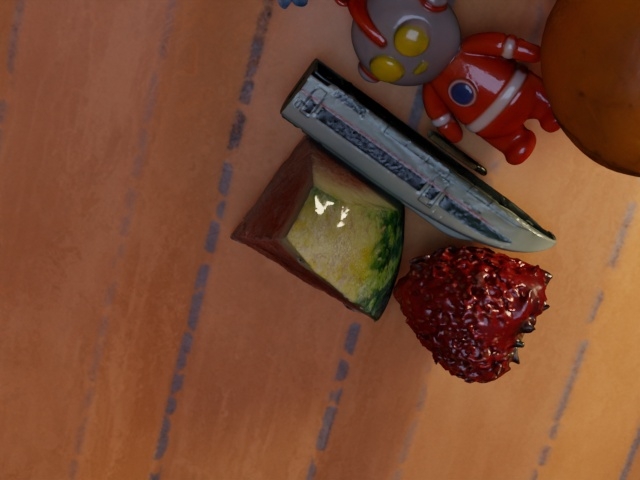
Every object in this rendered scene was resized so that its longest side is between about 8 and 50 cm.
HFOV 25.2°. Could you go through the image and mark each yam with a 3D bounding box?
[{"bbox_3d":[0.184,-0.116,1.910,0.107,0.014,0.014,33,111,-26],"label":"yam"}]

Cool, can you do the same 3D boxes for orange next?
[{"bbox_3d":[0.418,-0.220,1.712,0.312,0.312,0.312,1,112,3],"label":"orange"}]

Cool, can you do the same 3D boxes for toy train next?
[{"bbox_3d":[0.132,-0.085,1.898,0.407,0.086,0.088,35,105,-10],"label":"toy train"}]

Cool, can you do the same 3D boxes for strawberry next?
[{"bbox_3d":[0.197,0.091,1.919,0.201,0.187,0.184,21,75,-5],"label":"strawberry"}]

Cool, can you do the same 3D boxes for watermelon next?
[{"bbox_3d":[0.000,0.000,1.900,0.193,0.232,0.310,-51,145,17],"label":"watermelon"}]

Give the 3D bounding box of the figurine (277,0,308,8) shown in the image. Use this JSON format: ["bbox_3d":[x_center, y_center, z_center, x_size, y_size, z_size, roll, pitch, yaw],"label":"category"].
[{"bbox_3d":[-0.020,-0.355,1.816,0.114,0.079,0.114,-1,91,-27],"label":"figurine"}]

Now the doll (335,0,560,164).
[{"bbox_3d":[0.157,-0.226,1.827,0.336,0.105,0.200,35,134,-11],"label":"doll"}]
